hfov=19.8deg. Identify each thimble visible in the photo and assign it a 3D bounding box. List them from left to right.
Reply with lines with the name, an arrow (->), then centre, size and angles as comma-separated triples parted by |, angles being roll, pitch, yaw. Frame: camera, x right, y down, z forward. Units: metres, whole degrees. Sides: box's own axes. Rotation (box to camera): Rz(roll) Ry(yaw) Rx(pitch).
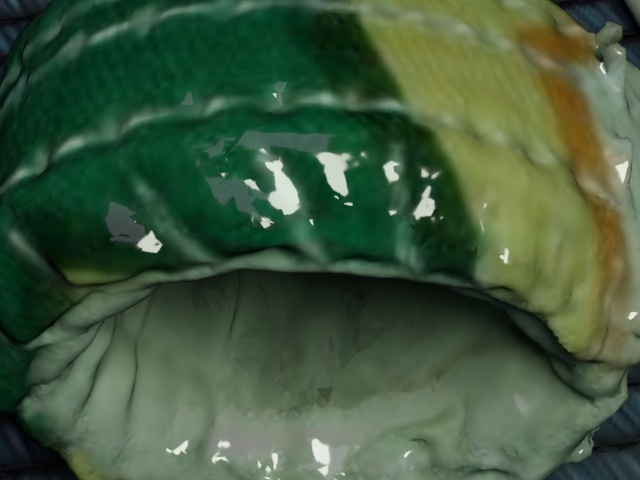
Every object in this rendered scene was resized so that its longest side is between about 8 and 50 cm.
thimble -> 0.000, 0.000, 0.759 | 0.288, 0.254, 0.167 | -7, 52, 10

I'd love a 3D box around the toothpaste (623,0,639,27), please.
toothpaste -> 0.172, -0.150, 0.991 | 0.052, 0.033, 0.218 | -13, 46, -4
